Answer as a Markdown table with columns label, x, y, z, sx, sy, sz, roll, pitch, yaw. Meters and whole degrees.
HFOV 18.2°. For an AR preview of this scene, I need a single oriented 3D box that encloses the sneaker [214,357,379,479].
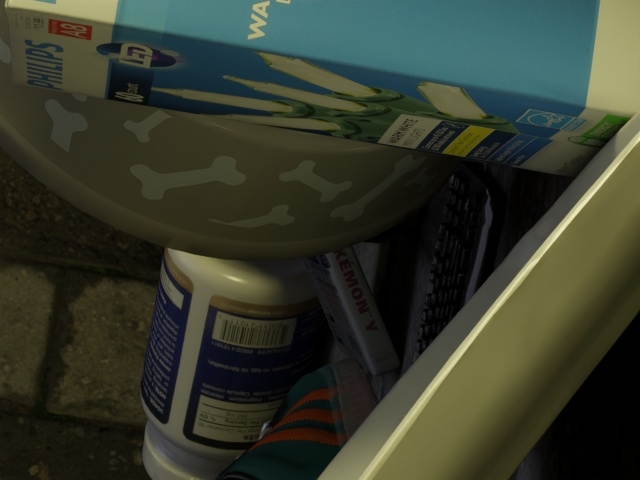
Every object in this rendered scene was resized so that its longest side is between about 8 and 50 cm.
| label | x | y | z | sx | sy | sz | roll | pitch | yaw |
| --- | --- | --- | --- | --- | --- | --- | --- | --- | --- |
| sneaker | -0.014 | 0.147 | 1.169 | 0.302 | 0.121 | 0.108 | -120 | 15 | -80 |

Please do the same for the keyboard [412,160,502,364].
| label | x | y | z | sx | sy | sz | roll | pitch | yaw |
| --- | --- | --- | --- | --- | --- | --- | --- | --- | --- |
| keyboard | 0.070 | 0.046 | 1.135 | 0.108 | 0.023 | 0.180 | -105 | 25 | -75 |

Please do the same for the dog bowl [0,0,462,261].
| label | x | y | z | sx | sy | sz | roll | pitch | yaw |
| --- | --- | --- | --- | --- | --- | --- | --- | --- | --- |
| dog bowl | -0.035 | -0.169 | 1.024 | 0.102 | 0.349 | 0.349 | 140 | 141 | -58 |

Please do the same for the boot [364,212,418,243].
| label | x | y | z | sx | sy | sz | roll | pitch | yaw |
| --- | --- | --- | --- | --- | --- | --- | --- | --- | --- |
| boot | 0.046 | -0.126 | 1.351 | 0.189 | 0.076 | 0.208 | 81 | -160 | -61 |

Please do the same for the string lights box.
| label | x | y | z | sx | sy | sz | roll | pitch | yaw |
| --- | --- | --- | --- | --- | --- | --- | --- | --- | --- |
| string lights box | 0.005 | -0.093 | 0.831 | 0.133 | 0.259 | 0.077 | 131 | 148 | -79 |

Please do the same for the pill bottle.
| label | x | y | z | sx | sy | sz | roll | pitch | yaw |
| --- | --- | --- | --- | --- | --- | --- | --- | --- | --- |
| pill bottle | -0.080 | 0.101 | 1.786 | 0.153 | 0.153 | 0.265 | -90 | 12 | -55 |

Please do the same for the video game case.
| label | x | y | z | sx | sy | sz | roll | pitch | yaw |
| --- | --- | --- | --- | --- | --- | --- | --- | --- | --- |
| video game case | 0.000 | 0.000 | 1.412 | 0.201 | 0.023 | 0.183 | -159 | 46 | -84 |

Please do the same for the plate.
| label | x | y | z | sx | sy | sz | roll | pitch | yaw |
| --- | --- | --- | --- | --- | --- | --- | --- | --- | --- |
| plate | 0.045 | 0.074 | 0.763 | 0.278 | 0.045 | 0.277 | -49 | -2 | -17 |
